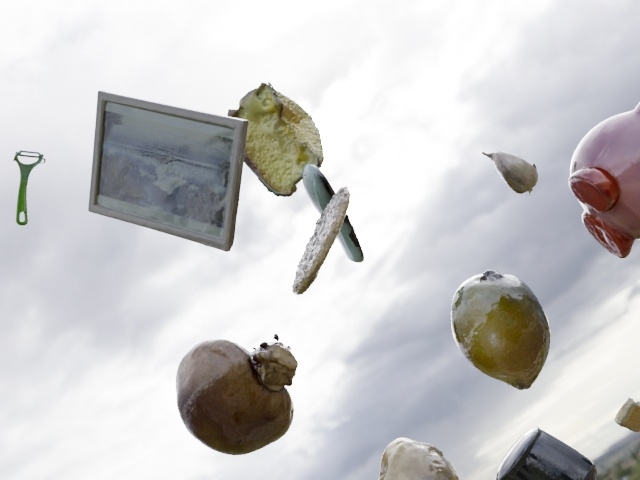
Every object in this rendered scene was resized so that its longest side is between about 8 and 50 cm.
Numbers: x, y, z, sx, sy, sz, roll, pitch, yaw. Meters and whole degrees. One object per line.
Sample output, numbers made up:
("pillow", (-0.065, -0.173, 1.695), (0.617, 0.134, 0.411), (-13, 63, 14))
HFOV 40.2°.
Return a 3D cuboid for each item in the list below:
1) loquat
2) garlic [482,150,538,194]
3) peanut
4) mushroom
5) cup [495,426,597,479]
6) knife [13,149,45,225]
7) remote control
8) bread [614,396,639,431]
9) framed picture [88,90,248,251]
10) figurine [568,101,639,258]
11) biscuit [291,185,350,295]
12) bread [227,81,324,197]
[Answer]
("loquat", (0.280, 0.139, 1.350), (0.152, 0.195, 0.152), (-18, 7, 2))
("garlic", (0.463, -0.165, 2.097), (0.084, 0.152, 0.066), (-29, 27, 41))
("peanut", (0.139, 0.403, 1.310), (0.137, 0.122, 0.253), (-42, 18, 40))
("mushroom", (-0.167, 0.308, 1.762), (0.283, 0.263, 0.195), (-51, 6, 21))
("cup", (0.454, 0.513, 1.831), (0.223, 0.176, 0.169), (-53, -9, 7))
("knife", (-0.656, -0.116, 1.948), (0.078, 0.022, 0.166), (2, -81, -46))
("remote control", (0.027, -0.054, 1.892), (0.045, 0.256, 0.097), (-37, 23, -16))
("bread", (0.688, 0.384, 1.922), (0.083, 0.035, 0.070), (18, -74, -34))
("framed picture", (-0.277, -0.126, 1.552), (0.024, 0.314, 0.232), (-21, -58, -63))
("figurine", (0.408, -0.086, 1.124), (0.173, 0.173, 0.173), (-28, -21, -11))
("biscuit", (0.001, 0.001, 1.541), (0.220, 0.033, 0.220), (-90, 26, -75))
("bread", (-0.091, -0.238, 2.033), (0.174, 0.252, 0.133), (-42, -7, 30))
